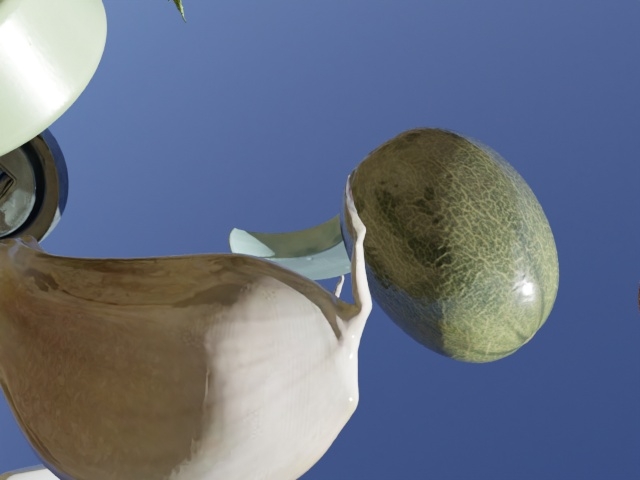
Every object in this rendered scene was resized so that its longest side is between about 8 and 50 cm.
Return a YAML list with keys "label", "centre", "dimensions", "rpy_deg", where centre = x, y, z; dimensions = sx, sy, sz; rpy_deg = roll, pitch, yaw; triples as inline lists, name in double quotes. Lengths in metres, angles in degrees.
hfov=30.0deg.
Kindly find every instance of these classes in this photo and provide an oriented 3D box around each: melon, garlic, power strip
- label: "melon"
  centre: [0.162, 0.005, 1.472]
  dimensions: [0.237, 0.301, 0.237]
  rpy_deg: [-35, 173, -5]
- label: "garlic"
  centre: [-0.098, 0.098, 0.991]
  dimensions: [0.340, 0.246, 0.231]
  rpy_deg: [-10, 176, 14]
- label: "power strip"
  centre: [0.000, 0.000, 1.806]
  dimensions: [0.253, 0.167, 0.054]
  rpy_deg: [-15, -119, 22]

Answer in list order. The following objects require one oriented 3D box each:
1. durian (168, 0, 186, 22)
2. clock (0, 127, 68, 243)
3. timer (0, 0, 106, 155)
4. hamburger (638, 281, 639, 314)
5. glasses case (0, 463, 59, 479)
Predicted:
- label: "durian"
  centre: [-0.174, -0.284, 0.824]
  dimensions: [0.352, 0.169, 0.158]
  rpy_deg: [23, -147, 32]
- label: "clock"
  centre: [-0.432, -0.079, 1.552]
  dimensions: [0.215, 0.215, 0.042]
  rpy_deg: [-25, -173, 16]
- label: "timer"
  centre: [-0.389, -0.263, 1.110]
  dimensions: [0.291, 0.315, 0.291]
  rpy_deg: [-8, -127, 11]
- label: "hamburger"
  centre: [0.401, 0.058, 1.199]
  dimensions: [0.162, 0.115, 0.162]
  rpy_deg: [-17, -112, 51]
- label: "glasses case"
  centre: [-0.355, 0.338, 1.613]
  dimensions: [0.049, 0.076, 0.197]
  rpy_deg: [-2, -179, 43]
